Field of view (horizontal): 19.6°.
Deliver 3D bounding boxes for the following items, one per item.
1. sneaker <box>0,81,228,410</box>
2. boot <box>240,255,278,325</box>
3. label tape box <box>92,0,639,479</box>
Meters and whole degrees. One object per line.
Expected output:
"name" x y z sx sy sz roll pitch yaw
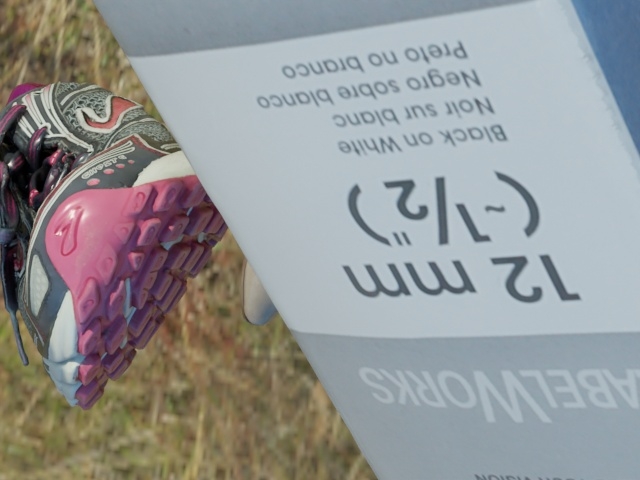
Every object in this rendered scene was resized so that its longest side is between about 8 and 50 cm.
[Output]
"sneaker" -0.109 -0.010 0.811 0.112 0.299 0.121 36 88 -9
"boot" 0.000 0.000 1.120 0.042 0.087 0.118 22 82 -38
"label tape box" 0.087 -0.055 0.450 0.115 0.249 0.348 -2 129 37
